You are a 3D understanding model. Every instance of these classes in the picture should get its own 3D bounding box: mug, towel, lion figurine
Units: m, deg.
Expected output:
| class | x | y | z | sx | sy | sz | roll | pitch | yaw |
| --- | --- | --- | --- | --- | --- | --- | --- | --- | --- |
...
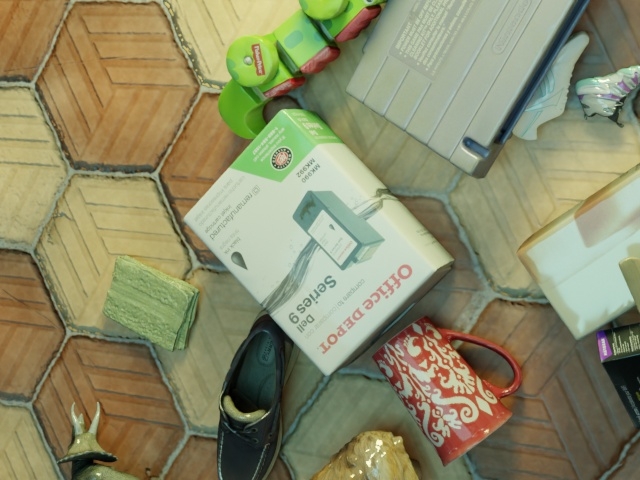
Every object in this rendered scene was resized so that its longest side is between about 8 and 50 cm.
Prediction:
| class | x | y | z | sx | sy | sz | roll | pitch | yaw |
| --- | --- | --- | --- | --- | --- | --- | --- | --- | --- |
| mug | 0.166 | 0.184 | 1.278 | 0.169 | 0.150 | 0.113 | 52 | 147 | 12 |
| towel | -0.252 | 0.093 | 1.451 | 0.148 | 0.027 | 0.110 | 23 | 106 | 16 |
| lion figurine | -0.026 | 0.413 | 1.350 | 0.392 | 0.142 | 0.240 | -20 | 82 | 26 |

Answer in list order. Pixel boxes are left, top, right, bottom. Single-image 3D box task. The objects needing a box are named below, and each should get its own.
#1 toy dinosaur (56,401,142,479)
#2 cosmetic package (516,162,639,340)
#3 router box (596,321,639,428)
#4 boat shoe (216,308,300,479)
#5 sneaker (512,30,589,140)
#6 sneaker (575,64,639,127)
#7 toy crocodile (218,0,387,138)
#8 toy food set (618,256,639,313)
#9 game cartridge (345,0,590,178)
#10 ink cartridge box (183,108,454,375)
| class | x | y | z | sx | sy | sz | roll | pitch | yaw |
| --- | --- | --- | --- | --- | --- | --- | --- | --- | --- |
| toy dinosaur | -0.300 | 0.403 | 1.463 | 0.314 | 0.121 | 0.160 | 35 | 121 | 18 |
| cosmetic package | 0.389 | -0.027 | 1.124 | 0.296 | 0.153 | 0.129 | -36 | 85 | 20 |
| router box | 0.410 | 0.152 | 1.135 | 0.133 | 0.179 | 0.046 | -16 | 48 | 21 |
| boat shoe | -0.101 | 0.234 | 1.376 | 0.103 | 0.092 | 0.285 | 21 | 104 | 17 |
| sneaker | 0.283 | -0.189 | 1.201 | 0.061 | 0.053 | 0.152 | 38 | 113 | -1 |
| sneaker | 0.362 | -0.171 | 1.177 | 0.098 | 0.038 | 0.069 | -12 | 94 | 31 |
| toy crocodile | -0.011 | -0.265 | 1.266 | 0.341 | 0.115 | 0.105 | -39 | 88 | 23 |
| toy food set | 0.420 | 0.032 | 1.028 | 0.192 | 0.038 | 0.132 | -22 | 103 | 9 |
| game cartridge | 0.196 | -0.283 | 1.186 | 0.230 | 0.068 | 0.355 | 40 | 110 | 32 |
| ink cartridge box | 0.000 | 0.000 | 1.288 | 0.289 | 0.121 | 0.211 | 46 | 107 | 10 |
